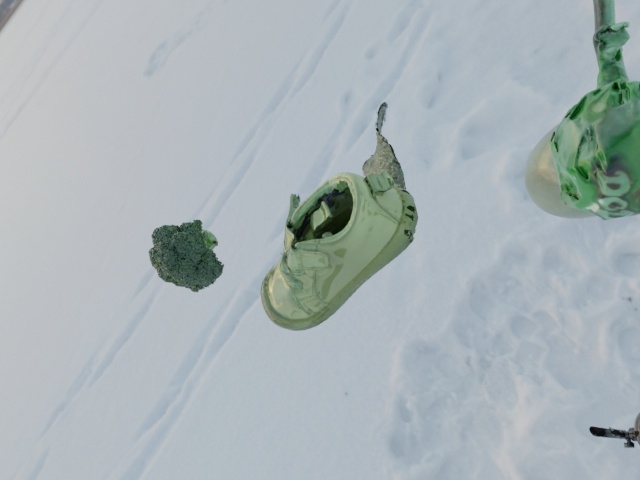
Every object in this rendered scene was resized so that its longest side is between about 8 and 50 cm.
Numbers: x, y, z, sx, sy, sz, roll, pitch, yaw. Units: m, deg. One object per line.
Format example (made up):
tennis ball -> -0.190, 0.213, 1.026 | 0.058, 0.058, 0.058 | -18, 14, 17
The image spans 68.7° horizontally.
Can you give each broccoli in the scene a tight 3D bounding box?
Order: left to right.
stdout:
broccoli -> -0.306, 0.038, 1.086 | 0.195, 0.195, 0.156 | -22, 7, 33

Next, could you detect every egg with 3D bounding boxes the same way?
egg -> 0.672, -0.191, 1.161 | 0.352, 0.258, 0.259 | -30, 39, 62

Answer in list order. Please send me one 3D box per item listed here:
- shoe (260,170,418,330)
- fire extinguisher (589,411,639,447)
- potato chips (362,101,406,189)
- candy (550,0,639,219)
shoe -> 0.005, 0.003, 0.628 | 0.262, 0.128, 0.140 | -36, 30, 23
fire extinguisher -> 0.515, 0.258, 0.627 | 0.267, 0.089, 0.072 | -29, 49, 50
potato chips -> 0.134, -0.182, 1.032 | 0.167, 0.059, 0.228 | 134, 129, -70
candy -> 0.237, -0.170, 0.385 | 0.097, 0.097, 0.324 | -10, 62, 41
